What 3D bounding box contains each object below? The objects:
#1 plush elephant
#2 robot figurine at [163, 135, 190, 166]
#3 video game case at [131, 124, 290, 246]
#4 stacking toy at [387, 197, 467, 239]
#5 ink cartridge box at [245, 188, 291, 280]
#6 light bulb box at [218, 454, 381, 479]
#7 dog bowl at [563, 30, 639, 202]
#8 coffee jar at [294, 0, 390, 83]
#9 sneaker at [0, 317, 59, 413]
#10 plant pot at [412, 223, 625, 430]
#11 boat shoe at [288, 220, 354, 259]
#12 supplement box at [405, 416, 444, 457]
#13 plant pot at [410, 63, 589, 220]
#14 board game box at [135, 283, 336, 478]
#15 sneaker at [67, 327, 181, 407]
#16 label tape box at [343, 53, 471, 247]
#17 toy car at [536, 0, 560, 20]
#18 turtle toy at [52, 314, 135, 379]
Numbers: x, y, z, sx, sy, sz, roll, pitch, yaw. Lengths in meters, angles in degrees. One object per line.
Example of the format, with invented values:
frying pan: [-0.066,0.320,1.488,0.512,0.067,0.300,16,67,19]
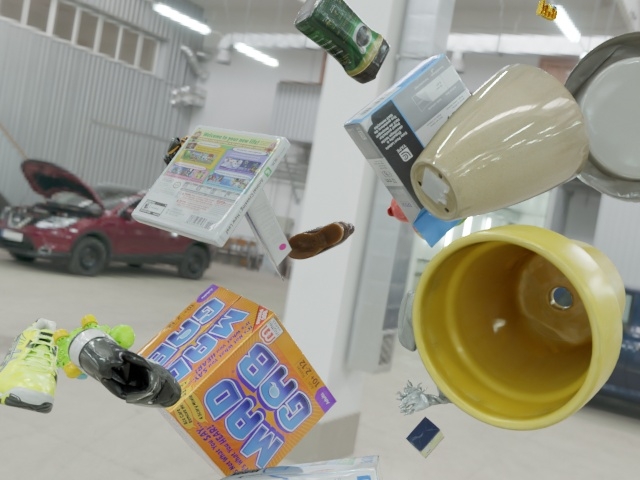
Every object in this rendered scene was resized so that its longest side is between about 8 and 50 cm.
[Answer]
plush elephant: [0.275,0.181,1.470,0.330,0.255,0.272,-12,-4,-15]
robot figurine: [-0.306,-0.171,1.972,0.211,0.085,0.291,-7,-38,-9]
video game case: [-0.171,-0.091,1.132,0.212,0.193,0.023,15,-25,41]
stacking toy: [0.304,-0.170,1.845,0.130,0.309,0.279,27,-9,-13]
ink cartridge box: [-0.160,-0.077,1.813,0.069,0.371,0.176,-29,45,-9]
light bulb box: [-0.032,0.614,1.615,0.361,0.225,0.358,-8,-12,3]
dog bowl: [0.652,-0.251,1.535,0.348,0.349,0.102,10,1,-2]
coffee jar: [0.045,-0.382,1.377,0.184,0.096,0.079,37,-24,-26]
sneaker: [-0.663,0.278,1.676,0.145,0.147,0.384,21,1,-25]
plant pot: [0.291,0.097,0.991,0.254,0.254,0.239,11,14,38]
boat shoe: [0.000,0.000,1.955,0.207,0.073,0.073,-17,1,37]
supplement box: [0.289,0.543,2.025,0.056,0.083,0.083,39,-11,32]
plant pot: [0.311,-0.158,1.388,0.274,0.257,0.256,-32,20,-21]
board game box: [-0.252,0.395,2.016,0.356,0.356,0.356,16,-36,54]
sneaker: [-0.282,0.220,1.138,0.106,0.078,0.234,26,-16,40]
label tape box: [0.253,-0.190,1.613,0.348,0.249,0.115,53,-12,-13]
toy car: [0.310,-0.347,1.042,0.040,0.122,0.060,19,-25,-23]
turtle toy: [-0.363,0.173,1.185,0.130,0.066,0.095,-27,52,-11]
